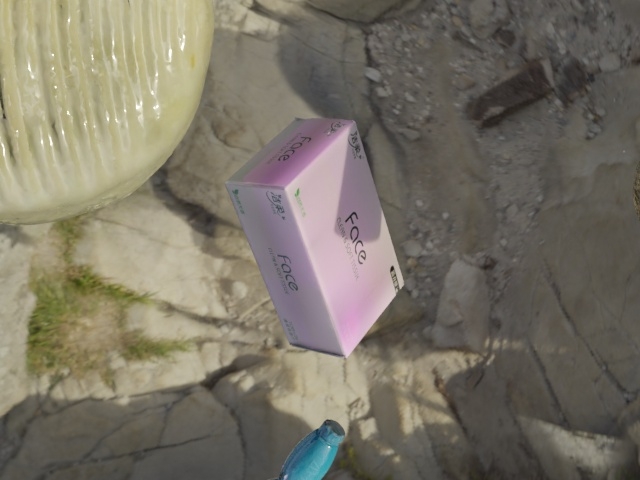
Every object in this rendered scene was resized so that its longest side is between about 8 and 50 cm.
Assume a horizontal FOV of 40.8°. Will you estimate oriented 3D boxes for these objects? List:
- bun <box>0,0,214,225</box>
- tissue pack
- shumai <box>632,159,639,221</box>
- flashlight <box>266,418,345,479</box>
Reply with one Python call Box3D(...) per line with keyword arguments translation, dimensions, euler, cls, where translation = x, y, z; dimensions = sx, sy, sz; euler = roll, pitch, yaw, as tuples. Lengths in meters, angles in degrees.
Box3D(translation=(-0.276, -0.176, 0.801), dimensions=(0.362, 0.234, 0.326), euler=(-32, 101, -16), cls="bun")
Box3D(translation=(0.000, 0.000, 1.009), dimensions=(0.092, 0.148, 0.246), euler=(9, 133, 36), cls="tissue pack")
Box3D(translation=(0.390, -0.050, 0.866), dimensions=(0.116, 0.145, 0.145), euler=(-26, 86, -4), cls="shumai")
Box3D(translation=(-0.019, 0.239, 0.883), dimensions=(0.051, 0.051, 0.129), euler=(41, 107, 11), cls="flashlight")
